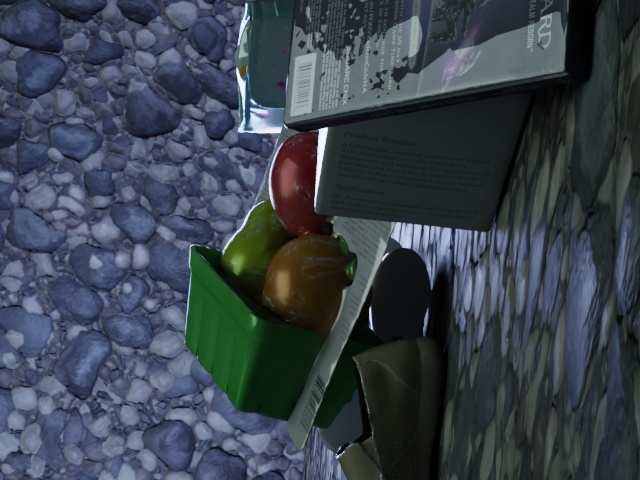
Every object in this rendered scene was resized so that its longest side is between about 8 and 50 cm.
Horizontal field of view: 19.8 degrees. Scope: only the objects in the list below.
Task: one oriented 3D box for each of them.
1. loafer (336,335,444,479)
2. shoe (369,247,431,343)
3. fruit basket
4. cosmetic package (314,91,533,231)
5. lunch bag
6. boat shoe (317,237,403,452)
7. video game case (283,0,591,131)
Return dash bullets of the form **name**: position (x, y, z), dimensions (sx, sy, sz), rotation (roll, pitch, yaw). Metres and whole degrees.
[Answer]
- **loafer**: position (0.059, 0.222, 1.736), dimensions (0.102, 0.092, 0.268), rotation (123, 152, -83)
- **shoe**: position (0.076, 0.097, 1.913), dimensions (0.081, 0.064, 0.178), rotation (158, 113, -80)
- **fruit basket**: position (0.000, 0.000, 1.864), dimensions (0.353, 0.165, 0.327), rotation (-64, 27, 7)
- **cosmetic package**: position (0.080, -0.124, 1.479), dimensions (0.183, 0.151, 0.151), rotation (102, 174, -53)
- **lunch bag**: position (0.004, -0.237, 2.378), dimensions (0.262, 0.223, 0.160), rotation (112, 158, -72)
- **boat shoe**: position (0.047, 0.127, 2.136), dimensions (0.088, 0.096, 0.267), rotation (93, -178, -68)
- **video game case**: position (0.080, -0.188, 1.287), dimensions (0.274, 0.026, 0.196), rotation (-6, 75, 46)
